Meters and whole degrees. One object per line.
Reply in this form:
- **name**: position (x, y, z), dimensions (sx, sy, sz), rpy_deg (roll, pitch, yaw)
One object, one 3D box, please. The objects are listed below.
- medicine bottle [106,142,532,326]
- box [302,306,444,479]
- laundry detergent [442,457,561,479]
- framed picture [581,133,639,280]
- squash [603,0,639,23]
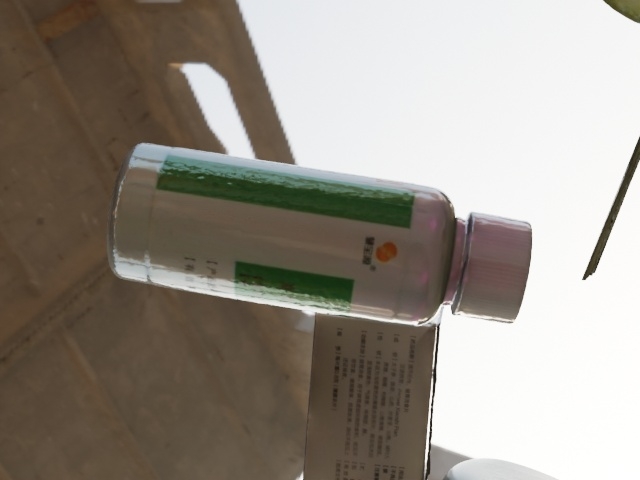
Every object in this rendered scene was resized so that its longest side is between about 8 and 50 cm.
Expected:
- **medicine bottle**: position (0.000, 0.000, 0.631), dimensions (0.095, 0.260, 0.095), rpy_deg (9, -90, -86)
- **box**: position (0.063, 0.226, 1.163), dimensions (0.173, 0.145, 0.332), rpy_deg (-41, -45, -77)
- **laundry detergent**: position (0.235, 0.359, 1.118), dimensions (0.124, 0.264, 0.398), rpy_deg (-71, -17, 3)
- **framed picture**: position (0.491, -0.104, 1.565), dimensions (0.232, 0.019, 0.296), rpy_deg (-52, -22, -48)
- **squash**: position (0.550, -0.439, 1.396), dimensions (0.384, 0.263, 0.263), rpy_deg (-25, -63, -53)
